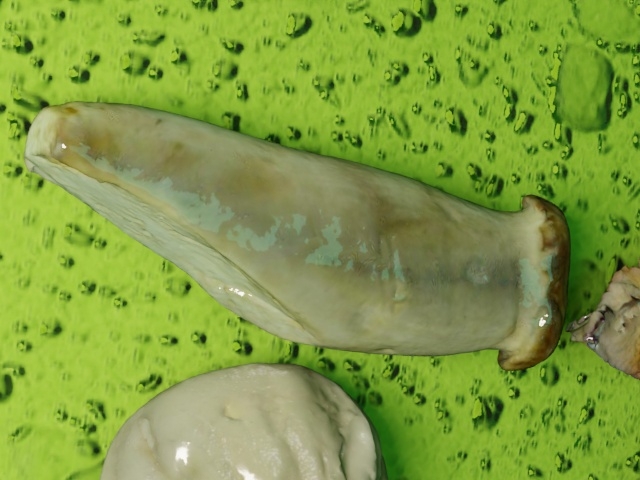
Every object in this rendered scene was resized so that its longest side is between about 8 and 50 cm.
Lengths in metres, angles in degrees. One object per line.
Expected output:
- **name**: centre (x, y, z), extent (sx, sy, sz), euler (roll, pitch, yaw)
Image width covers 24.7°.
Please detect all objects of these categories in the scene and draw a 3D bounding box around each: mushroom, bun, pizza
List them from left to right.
- **bun**: centre (-0.032, 0.157, 0.777), extent (0.183, 0.102, 0.183), euler (-3, 95, -31)
- **mushroom**: centre (0.000, 0.004, 0.793), extent (0.333, 0.087, 0.107), euler (11, 85, -30)
- **pizza**: centre (0.231, 0.049, 0.968), extent (0.195, 0.052, 0.185), euler (-7, 106, -37)
